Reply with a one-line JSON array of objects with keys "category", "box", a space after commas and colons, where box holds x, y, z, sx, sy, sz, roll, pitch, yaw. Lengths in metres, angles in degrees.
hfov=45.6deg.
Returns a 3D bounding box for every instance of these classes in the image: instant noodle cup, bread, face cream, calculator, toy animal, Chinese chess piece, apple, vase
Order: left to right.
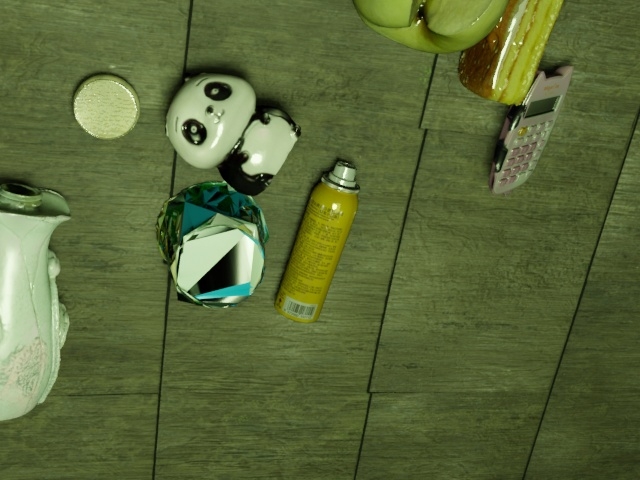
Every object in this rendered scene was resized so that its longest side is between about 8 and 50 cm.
[{"category": "vase", "box": [-0.600, 0.113, 1.449, 0.250, 0.250, 0.445, 10, 107, -18]}, {"category": "Chinese chess piece", "box": [-0.399, -0.249, 1.422, 0.122, 0.051, 0.122, -4, 114, -9]}, {"category": "instant noodle cup", "box": [-0.210, 0.017, 1.519, 0.240, 0.178, 0.240, -5, 115, -12]}, {"category": "toy animal", "box": [-0.174, -0.206, 1.429, 0.235, 0.165, 0.187, 34, 81, -25]}, {"category": "face cream", "box": [0.000, 0.000, 1.602, 0.105, 0.105, 0.348, 12, 111, -18]}, {"category": "apple", "box": [0.194, -0.472, 1.331, 0.292, 0.292, 0.254, 15, 85, -19]}, {"category": "bread", "box": [0.353, -0.391, 1.458, 0.111, 0.184, 0.234, 9, 111, -16]}, {"category": "calculator", "box": [0.428, -0.224, 1.586, 0.194, 0.043, 0.294, -20, 134, -45]}]
